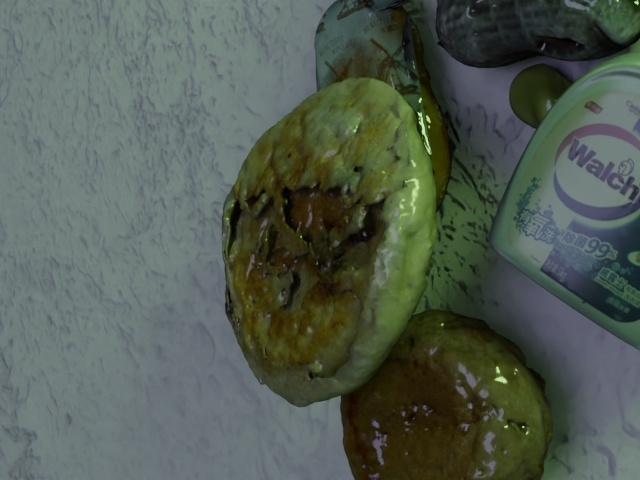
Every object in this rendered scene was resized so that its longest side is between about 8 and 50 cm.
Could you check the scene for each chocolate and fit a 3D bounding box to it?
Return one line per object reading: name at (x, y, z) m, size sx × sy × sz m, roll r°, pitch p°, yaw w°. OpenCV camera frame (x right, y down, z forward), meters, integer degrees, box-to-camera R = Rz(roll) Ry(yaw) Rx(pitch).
chocolate at (0.207, -0.218, 1.245) m, size 0.248 × 0.110 × 0.110 m, roll 5°, pitch 92°, yaw 43°

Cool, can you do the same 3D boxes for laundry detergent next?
laundry detergent at (0.294, -0.065, 1.148) m, size 0.215 × 0.105 × 0.281 m, roll 37°, pitch 107°, yaw 17°

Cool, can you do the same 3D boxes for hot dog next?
hot dog at (0.061, -0.139, 1.396) m, size 0.162 × 0.081 × 0.271 m, roll -20°, pitch 73°, yaw 44°

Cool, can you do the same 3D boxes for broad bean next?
broad bean at (0.216, -0.137, 1.276) m, size 0.083 × 0.045 × 0.063 m, roll 42°, pitch 128°, yaw 45°

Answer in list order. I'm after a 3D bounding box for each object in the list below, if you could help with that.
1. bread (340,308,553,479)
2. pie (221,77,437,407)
bread at (0.125, 0.179, 1.289) m, size 0.230 × 0.123 × 0.230 m, roll 0°, pitch 90°, yaw 42°
pie at (0.000, 0.000, 1.317) m, size 0.339 × 0.077 × 0.339 m, roll -22°, pitch 62°, yaw 49°
